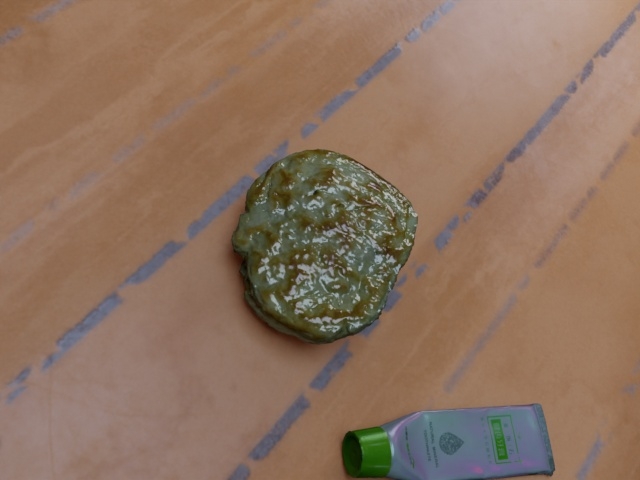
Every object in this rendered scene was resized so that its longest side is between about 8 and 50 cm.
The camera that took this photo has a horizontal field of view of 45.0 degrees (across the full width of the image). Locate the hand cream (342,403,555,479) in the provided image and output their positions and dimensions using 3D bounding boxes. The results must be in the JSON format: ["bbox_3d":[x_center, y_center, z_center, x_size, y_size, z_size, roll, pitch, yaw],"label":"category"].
[{"bbox_3d":[0.157,0.237,0.888,0.275,0.050,0.079,3,94,-25],"label":"hand cream"}]

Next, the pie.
[{"bbox_3d":[0.000,0.000,0.901,0.201,0.090,0.248,27,60,4],"label":"pie"}]
